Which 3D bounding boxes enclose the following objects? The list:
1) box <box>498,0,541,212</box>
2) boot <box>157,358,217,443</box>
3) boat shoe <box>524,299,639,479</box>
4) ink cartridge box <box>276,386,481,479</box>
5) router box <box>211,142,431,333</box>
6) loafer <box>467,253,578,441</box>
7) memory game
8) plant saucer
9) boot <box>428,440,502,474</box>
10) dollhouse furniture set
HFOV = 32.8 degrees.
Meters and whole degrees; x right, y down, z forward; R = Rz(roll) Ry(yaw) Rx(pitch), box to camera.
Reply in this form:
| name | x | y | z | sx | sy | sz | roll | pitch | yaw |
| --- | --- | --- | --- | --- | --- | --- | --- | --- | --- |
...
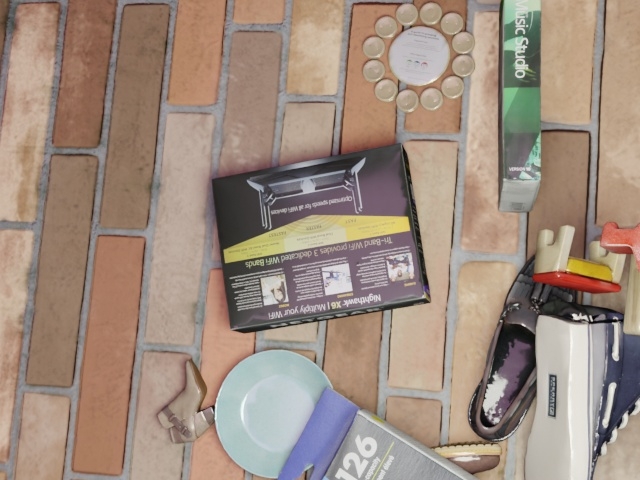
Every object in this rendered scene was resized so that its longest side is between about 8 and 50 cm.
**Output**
| name | x | y | z | sx | sy | sz | roll | pitch | yaw |
| --- | --- | --- | --- | --- | --- | --- | --- | --- | --- |
| box | 0.288 | -0.218 | 1.578 | 0.058 | 0.232 | 0.322 | -1 | 81 | 7 |
| boot | -0.216 | 0.257 | 1.707 | 0.087 | 0.042 | 0.118 | -27 | 76 | 9 |
| boat shoe | 0.389 | 0.255 | 1.533 | 0.158 | 0.127 | 0.340 | 2 | 96 | -21 |
| ink cartridge box | 0.046 | 0.408 | 1.540 | 0.307 | 0.072 | 0.304 | 28 | 91 | 27 |
| router box | 0.000 | 0.000 | 1.681 | 0.309 | 0.081 | 0.243 | -9 | 79 | 10 |
| loafer | 0.299 | 0.152 | 1.585 | 0.109 | 0.095 | 0.302 | 22 | 86 | 14 |
| memory game | 0.156 | -0.292 | 1.732 | 0.186 | 0.012 | 0.186 | -2 | 80 | 12 |
| plant saucer | -0.065 | 0.266 | 1.675 | 0.195 | 0.037 | 0.195 | -2 | 80 | 12 |
| boot | 0.164 | 0.408 | 1.581 | 0.248 | 0.090 | 0.207 | -16 | 79 | 16 |
| dollhouse furniture set | 0.486 | 0.082 | 1.424 | 0.374 | 0.201 | 0.152 | 11 | 80 | -18 |
